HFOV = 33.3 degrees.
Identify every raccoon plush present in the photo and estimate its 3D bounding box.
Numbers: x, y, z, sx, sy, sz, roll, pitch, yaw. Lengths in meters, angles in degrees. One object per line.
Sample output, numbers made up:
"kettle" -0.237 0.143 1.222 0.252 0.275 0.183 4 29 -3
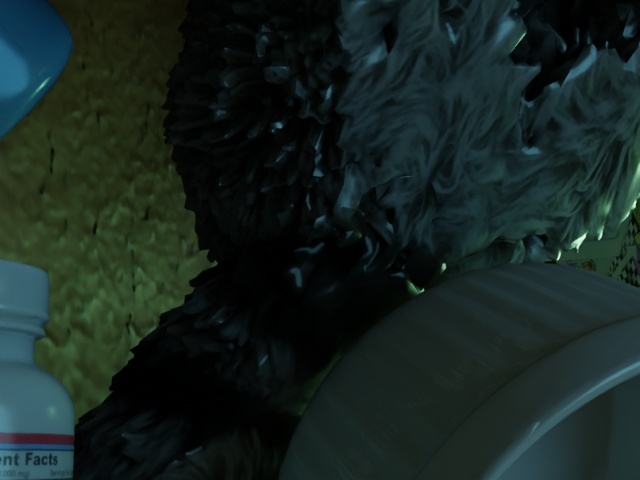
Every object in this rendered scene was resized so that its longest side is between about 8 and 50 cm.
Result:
"raccoon plush" -0.043 -0.087 0.489 0.446 0.299 0.216 -43 131 -10

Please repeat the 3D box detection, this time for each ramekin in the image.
"ramekin" 0.080 0.106 0.393 0.207 0.109 0.207 -12 116 -26

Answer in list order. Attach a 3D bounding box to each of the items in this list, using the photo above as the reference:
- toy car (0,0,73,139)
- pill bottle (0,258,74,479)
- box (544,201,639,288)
"toy car" -0.124 -0.179 0.336 0.219 0.210 0.238 51 13 -25
"pill bottle" -0.122 0.088 0.332 0.087 0.087 0.160 19 67 -59
"box" 0.199 0.019 0.810 0.057 0.201 0.293 -31 112 -58
